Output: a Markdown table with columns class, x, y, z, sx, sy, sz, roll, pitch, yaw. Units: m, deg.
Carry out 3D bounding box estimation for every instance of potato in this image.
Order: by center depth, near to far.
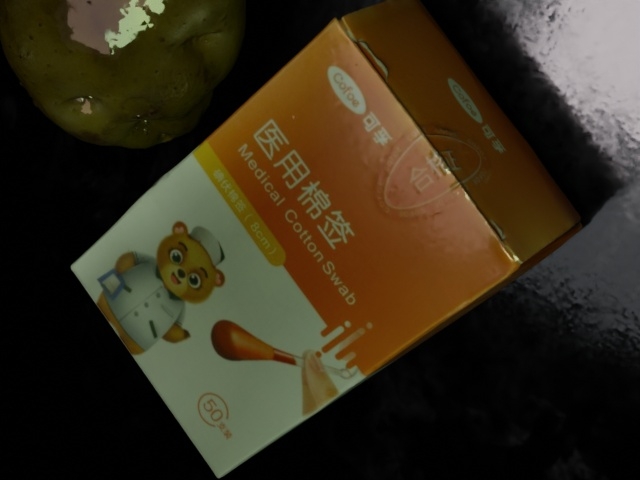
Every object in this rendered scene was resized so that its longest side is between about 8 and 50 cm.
| class | x | y | z | sx | sy | sz | roll | pitch | yaw |
| --- | --- | --- | --- | --- | --- | --- | --- | --- | --- |
| potato | -0.154 | -0.251 | 1.029 | 0.195 | 0.176 | 0.369 | 25 | 114 | 51 |

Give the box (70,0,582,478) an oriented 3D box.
| class | x | y | z | sx | sy | sz | roll | pitch | yaw |
| --- | --- | --- | --- | --- | --- | --- | --- | --- | --- |
| box | 0.000 | 0.000 | 1.022 | 0.341 | 0.143 | 0.225 | -39 | 84 | 31 |
